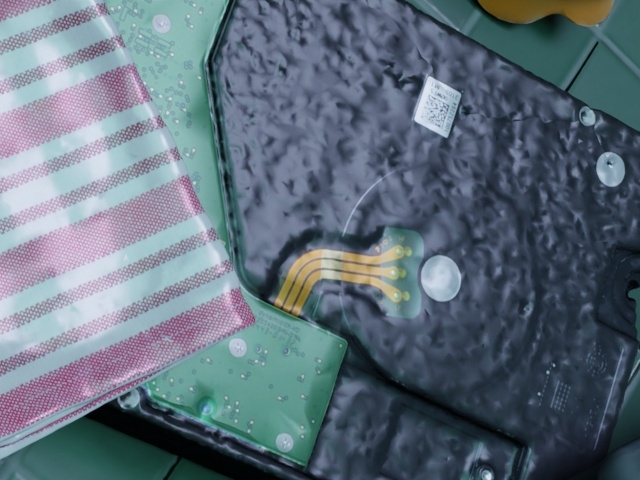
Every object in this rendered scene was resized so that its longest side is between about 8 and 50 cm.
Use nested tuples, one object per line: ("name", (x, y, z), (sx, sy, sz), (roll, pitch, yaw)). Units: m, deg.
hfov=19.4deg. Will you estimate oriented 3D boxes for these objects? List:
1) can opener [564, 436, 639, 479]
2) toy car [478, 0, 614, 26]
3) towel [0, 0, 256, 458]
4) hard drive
("can opener", (0.203, 0.083, 0.929), (0.280, 0.074, 0.093), (-23, 76, -47))
("toy car", (0.146, -0.219, 0.932), (0.210, 0.219, 0.238), (37, 96, -19))
("towel", (-0.122, -0.025, 0.755), (0.144, 0.029, 0.197), (-27, 96, -28))
("hard drive", (0.000, 0.000, 0.869), (0.339, 0.064, 0.236), (26, 72, -24))
